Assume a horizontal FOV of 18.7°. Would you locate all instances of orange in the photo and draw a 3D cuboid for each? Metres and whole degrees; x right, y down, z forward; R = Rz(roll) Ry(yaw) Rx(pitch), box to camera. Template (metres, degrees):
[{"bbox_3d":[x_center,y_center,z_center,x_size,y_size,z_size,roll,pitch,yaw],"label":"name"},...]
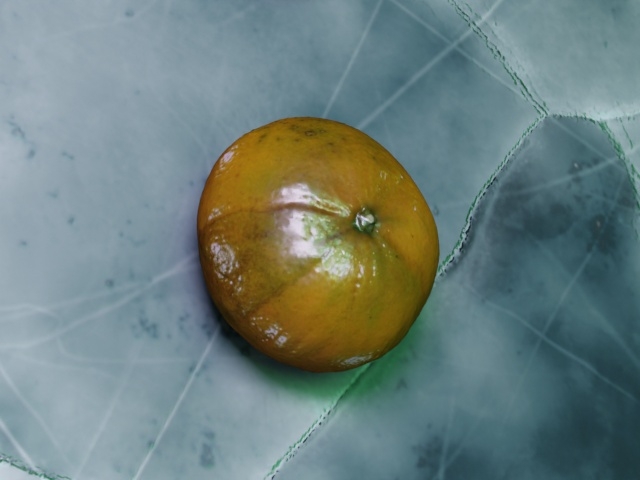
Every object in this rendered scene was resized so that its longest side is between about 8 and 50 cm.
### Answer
[{"bbox_3d":[0.000,0.000,1.776,0.240,0.171,0.240,9,68,-23],"label":"orange"}]
